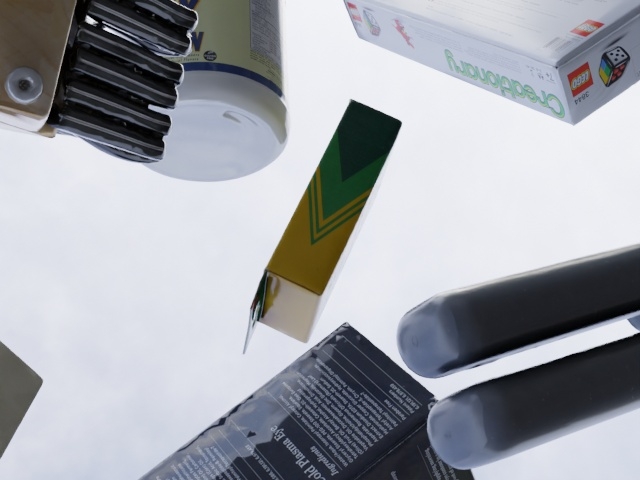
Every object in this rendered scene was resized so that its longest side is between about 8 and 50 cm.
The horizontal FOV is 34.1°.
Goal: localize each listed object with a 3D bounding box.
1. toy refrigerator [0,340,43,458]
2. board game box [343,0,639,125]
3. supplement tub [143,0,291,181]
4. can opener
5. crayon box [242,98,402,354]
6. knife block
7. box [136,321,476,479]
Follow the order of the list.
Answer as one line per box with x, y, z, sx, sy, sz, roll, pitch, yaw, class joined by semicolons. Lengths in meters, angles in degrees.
-0.350;0.063;0.799;0.269;0.102;0.094;49;-138;-29;toy refrigerator
0.169;-0.198;0.820;0.193;0.305;0.053;-33;-58;-12;board game box
-0.163;-0.272;1.481;0.235;0.235;0.325;16;-124;-32;supplement tub
0.146;0.041;0.476;0.280;0.093;0.074;-10;-107;-39;can opener
0.000;0.000;1.365;0.081;0.202;0.319;25;-112;4;crayon box
-0.190;-0.107;0.488;0.275;0.242;0.088;14;-93;-19;knife block
0.005;0.323;1.101;0.312;0.179;0.343;-36;-50;-15;box
